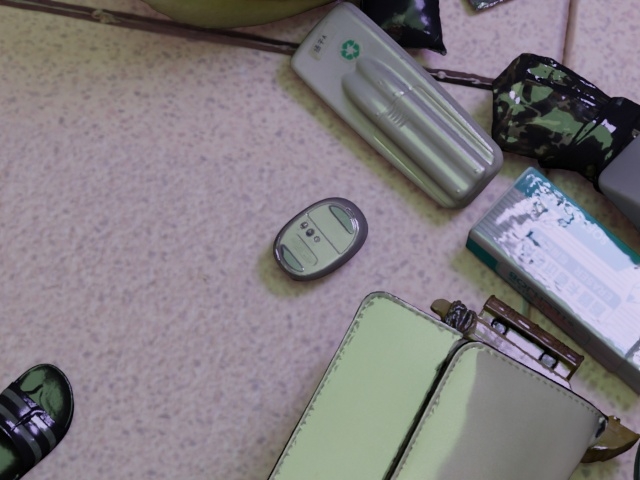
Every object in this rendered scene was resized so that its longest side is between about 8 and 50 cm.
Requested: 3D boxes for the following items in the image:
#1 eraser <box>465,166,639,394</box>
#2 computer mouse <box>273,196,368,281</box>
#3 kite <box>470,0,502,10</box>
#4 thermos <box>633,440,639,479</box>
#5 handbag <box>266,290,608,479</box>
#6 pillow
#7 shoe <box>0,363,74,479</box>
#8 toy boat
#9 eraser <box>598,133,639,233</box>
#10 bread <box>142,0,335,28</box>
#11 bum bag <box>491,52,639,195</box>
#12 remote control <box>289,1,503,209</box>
[{"bbox_3d":[0.252,0.036,1.661,0.225,0.052,0.095,41,71,10],"label":"eraser"},{"bbox_3d":[0.000,0.000,1.664,0.096,0.039,0.066,-37,77,-7],"label":"computer mouse"},{"bbox_3d":[0.199,-0.341,1.811,0.229,0.012,0.250,17,70,3],"label":"kite"},{"bbox_3d":[0.356,0.249,1.549,0.182,0.145,0.287,23,69,7],"label":"thermos"},{"bbox_3d":[0.061,0.251,1.493,0.236,0.160,0.359,28,82,0],"label":"handbag"},{"bbox_3d":[0.078,-0.255,1.752,0.090,0.048,0.150,-5,72,15],"label":"pillow"},{"bbox_3d":[-0.289,0.185,1.572,0.071,0.049,0.179,39,73,9],"label":"shoe"},{"bbox_3d":[0.197,0.124,1.619,0.226,0.068,0.088,34,65,9],"label":"toy boat"},{"bbox_3d":[0.413,0.038,1.643,0.352,0.061,0.089,46,73,-1],"label":"eraser"},{"bbox_3d":[-0.056,-0.350,1.644,0.320,0.320,0.237,-16,78,-9],"label":"bread"},{"bbox_3d":[0.277,-0.095,1.700,0.248,0.069,0.102,25,65,4],"label":"bum bag"},{"bbox_3d":[0.073,-0.128,1.693,0.230,0.049,0.090,44,106,11],"label":"remote control"}]
